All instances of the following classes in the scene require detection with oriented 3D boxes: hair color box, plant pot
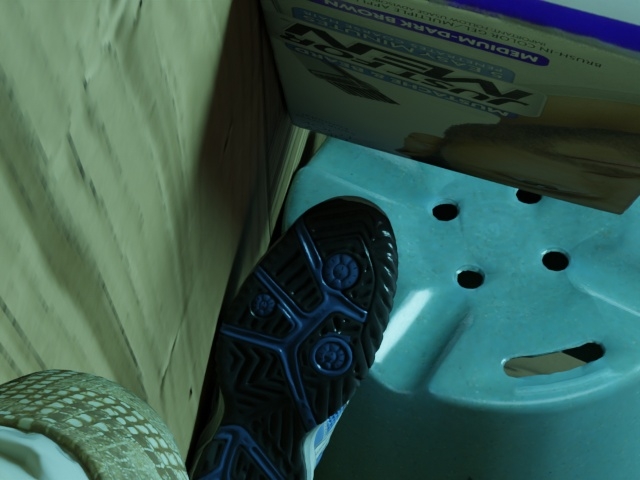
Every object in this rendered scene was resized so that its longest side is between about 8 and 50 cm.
[{"bbox_3d":[0.078,-0.102,0.863,0.339,0.185,0.110,65,41,-84],"label":"hair color box"},{"bbox_3d":[0.105,0.093,1.256,0.334,0.341,0.341,87,17,-52],"label":"plant pot"}]

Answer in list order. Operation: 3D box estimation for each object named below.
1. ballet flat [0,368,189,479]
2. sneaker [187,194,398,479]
[{"bbox_3d":[-0.068,0.082,0.327,0.206,0.073,0.067,-76,164,-46],"label":"ballet flat"},{"bbox_3d":[-0.020,0.065,1.013,0.081,0.080,0.211,-83,-164,-67],"label":"sneaker"}]
